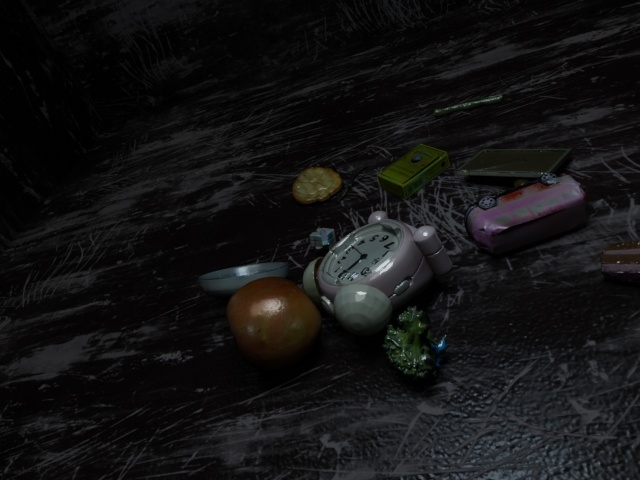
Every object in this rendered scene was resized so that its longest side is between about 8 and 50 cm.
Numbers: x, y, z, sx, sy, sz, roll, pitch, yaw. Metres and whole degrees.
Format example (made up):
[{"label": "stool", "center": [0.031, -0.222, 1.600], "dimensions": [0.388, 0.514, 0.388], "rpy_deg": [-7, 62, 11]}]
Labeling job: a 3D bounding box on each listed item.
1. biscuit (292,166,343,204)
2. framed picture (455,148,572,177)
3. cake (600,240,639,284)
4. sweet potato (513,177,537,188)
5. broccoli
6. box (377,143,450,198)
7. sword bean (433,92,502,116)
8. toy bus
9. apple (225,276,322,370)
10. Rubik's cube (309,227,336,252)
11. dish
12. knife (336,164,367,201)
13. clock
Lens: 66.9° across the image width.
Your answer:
[{"label": "biscuit", "center": [-0.016, -0.220, 1.882], "dimensions": [0.203, 0.041, 0.260], "rpy_deg": [-28, 36, 0]}, {"label": "framed picture", "center": [0.605, -0.248, 1.526], "dimensions": [0.289, 0.020, 0.211], "rpy_deg": [10, 33, 42]}, {"label": "cake", "center": [0.785, 0.045, 1.072], "dimensions": [0.295, 0.113, 0.116], "rpy_deg": [3, 42, 39]}, {"label": "sweet potato", "center": [0.637, -0.190, 1.472], "dimensions": [0.069, 0.059, 0.249], "rpy_deg": [30, 56, 25]}, {"label": "broccoli", "center": [0.220, 0.228, 1.109], "dimensions": [0.154, 0.160, 0.167], "rpy_deg": [32, 49, 18]}, {"label": "box", "center": [0.328, -0.247, 1.703], "dimensions": [0.220, 0.064, 0.141], "rpy_deg": [-35, 37, -16]}, {"label": "sword bean", "center": [0.588, -0.541, 1.941], "dimensions": [0.269, 0.038, 0.043], "rpy_deg": [-10, 14, 19]}, {"label": "toy bus", "center": [0.553, -0.069, 1.309], "dimensions": [0.302, 0.128, 0.147], "rpy_deg": [-21, 40, 4]}, {"label": "apple", "center": [-0.118, 0.207, 1.262], "dimensions": [0.253, 0.254, 0.254], "rpy_deg": [-15, 38, 12]}, {"label": "Rubik's cube", "center": [0.002, 0.002, 1.567], "dimensions": [0.084, 0.075, 0.073], "rpy_deg": [-13, 19, 38]}, {"label": "dish", "center": [-0.222, 0.151, 1.469], "dimensions": [0.273, 0.134, 0.273], "rpy_deg": [-8, 5, 1]}, {"label": "knife", "center": [0.109, -0.220, 1.824], "dimensions": [0.045, 0.021, 0.222], "rpy_deg": [11, 49, 34]}, {"label": "clock", "center": [0.132, 0.086, 1.292], "dimensions": [0.325, 0.184, 0.342], "rpy_deg": [-35, 20, -14]}]
